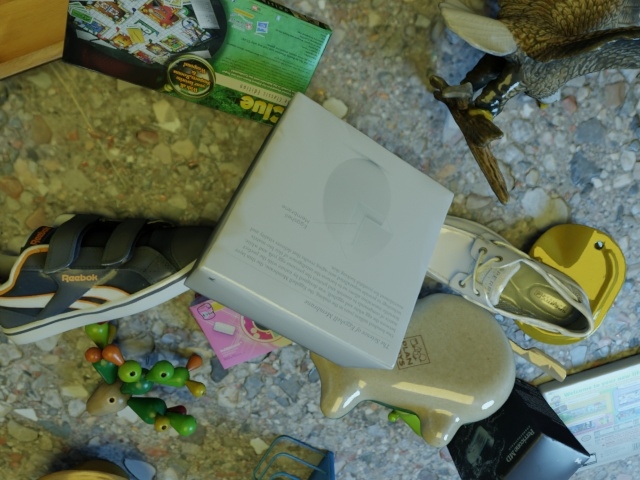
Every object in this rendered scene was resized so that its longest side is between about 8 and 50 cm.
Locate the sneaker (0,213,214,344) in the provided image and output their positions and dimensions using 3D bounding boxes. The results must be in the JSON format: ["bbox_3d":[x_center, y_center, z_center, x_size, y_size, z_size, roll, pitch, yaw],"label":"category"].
[{"bbox_3d":[-0.283,0.027,0.598,0.321,0.126,0.127,-19,115,4],"label":"sneaker"}]

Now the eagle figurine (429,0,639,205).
[{"bbox_3d":[0.279,-0.216,0.529,0.298,0.225,0.226,-29,99,17],"label":"eagle figurine"}]

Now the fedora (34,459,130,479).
[{"bbox_3d":[-0.368,0.409,0.749,0.194,0.079,0.194,-4,111,-10],"label":"fedora"}]

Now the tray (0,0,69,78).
[{"bbox_3d":[-0.225,-0.330,0.497,0.411,0.076,0.203,-19,116,2],"label":"tray"}]

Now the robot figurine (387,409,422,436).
[{"bbox_3d":[0.155,0.260,0.742,0.101,0.067,0.115,-35,108,17],"label":"robot figurine"}]

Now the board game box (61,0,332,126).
[{"bbox_3d":[-0.130,-0.217,0.519,0.260,0.030,0.136,12,126,-25],"label":"board game box"}]

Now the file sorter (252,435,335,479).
[{"bbox_3d":[-0.048,0.409,0.727,0.104,0.170,0.118,30,105,-9],"label":"file sorter"}]

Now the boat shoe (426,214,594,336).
[{"bbox_3d":[0.231,0.043,0.629,0.277,0.096,0.098,24,105,7],"label":"boat shoe"}]

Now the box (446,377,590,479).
[{"bbox_3d":[0.285,0.310,0.721,0.093,0.158,0.156,28,104,-13],"label":"box"}]

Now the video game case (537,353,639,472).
[{"bbox_3d":[0.489,0.295,0.802,0.212,0.023,0.193,-18,110,3],"label":"video game case"}]

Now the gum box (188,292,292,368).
[{"bbox_3d":[-0.081,0.095,0.669,0.188,0.062,0.107,-22,109,3],"label":"gum box"}]

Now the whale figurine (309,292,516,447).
[{"bbox_3d":[0.123,0.178,0.656,0.272,0.216,0.141,-10,147,-10],"label":"whale figurine"}]

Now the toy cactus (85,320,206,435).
[{"bbox_3d":[-0.274,0.202,0.687,0.180,0.112,0.219,-32,112,27],"label":"toy cactus"}]

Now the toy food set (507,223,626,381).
[{"bbox_3d":[0.347,0.078,0.700,0.128,0.071,0.218,25,105,13],"label":"toy food set"}]

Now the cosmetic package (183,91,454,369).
[{"bbox_3d":[0.000,0.000,0.552,0.224,0.138,0.224,31,66,-13],"label":"cosmetic package"}]
